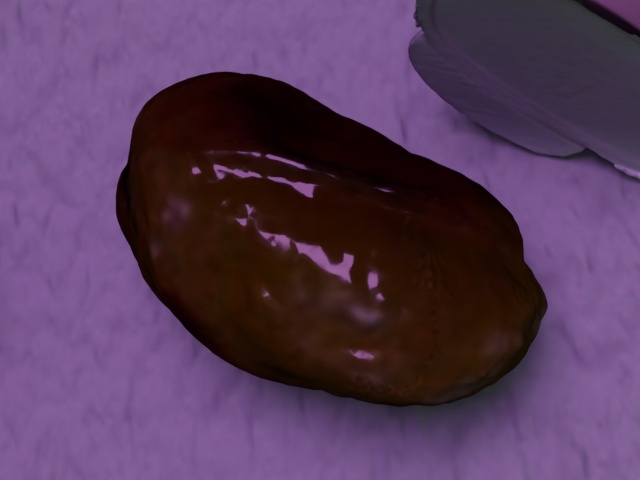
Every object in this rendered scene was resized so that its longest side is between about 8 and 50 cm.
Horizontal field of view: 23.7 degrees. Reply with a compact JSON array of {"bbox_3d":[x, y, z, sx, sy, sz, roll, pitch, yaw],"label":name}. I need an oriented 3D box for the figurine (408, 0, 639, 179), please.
[{"bbox_3d":[0.126,-0.224,0.786,0.284,0.206,0.316,18,65,7],"label":"figurine"}]

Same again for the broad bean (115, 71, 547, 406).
[{"bbox_3d":[0.000,0.002,0.745,0.228,0.156,0.122,31,117,15],"label":"broad bean"}]
